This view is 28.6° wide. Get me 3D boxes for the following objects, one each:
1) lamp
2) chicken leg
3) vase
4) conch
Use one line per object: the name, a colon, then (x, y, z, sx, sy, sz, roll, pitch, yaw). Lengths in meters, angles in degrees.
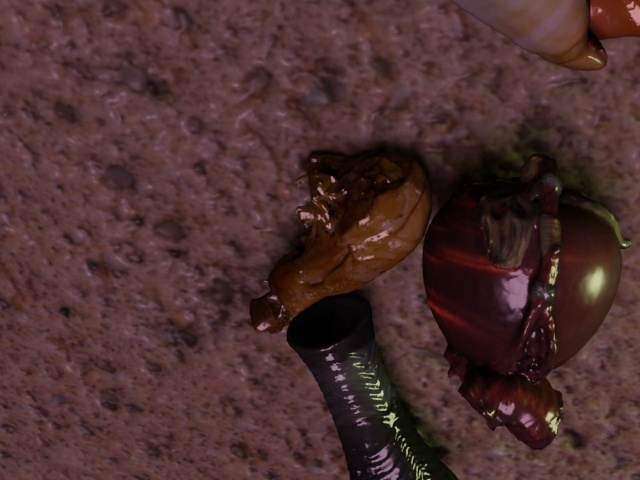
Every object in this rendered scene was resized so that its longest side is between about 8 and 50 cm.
lamp: (0.144, 0.036, 0.984, 0.151, 0.215, 0.223, 25, 104, -3)
chicken leg: (0.002, 0.002, 1.019, 0.101, 0.085, 0.207, 34, 125, -19)
vase: (0.043, 0.160, 1.141, 0.115, 0.115, 0.237, -12, 122, 19)
conch: (0.125, -0.210, 0.819, 0.158, 0.127, 0.255, -40, 141, 3)
